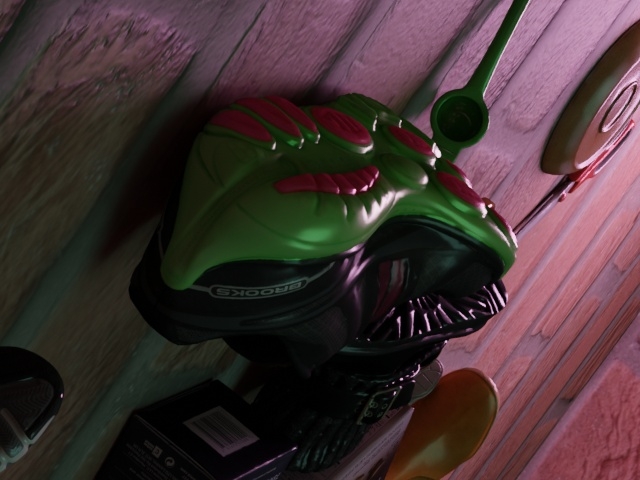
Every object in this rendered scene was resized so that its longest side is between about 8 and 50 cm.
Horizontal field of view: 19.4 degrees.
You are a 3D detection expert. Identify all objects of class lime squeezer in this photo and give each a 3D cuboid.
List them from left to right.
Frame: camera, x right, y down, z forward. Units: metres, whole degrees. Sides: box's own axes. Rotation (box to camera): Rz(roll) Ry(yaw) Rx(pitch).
[{"bbox_3d":[0.134,-0.102,1.814,0.110,0.059,0.310,-32,153,-50],"label":"lime squeezer"}]

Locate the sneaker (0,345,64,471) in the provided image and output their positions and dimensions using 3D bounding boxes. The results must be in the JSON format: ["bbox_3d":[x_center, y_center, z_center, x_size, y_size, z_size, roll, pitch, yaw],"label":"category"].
[{"bbox_3d":[-0.272,0.163,1.250,0.228,0.086,0.132,-34,162,-22],"label":"sneaker"}]

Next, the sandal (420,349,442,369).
[{"bbox_3d":[0.108,0.106,2.040,0.090,0.060,0.219,-40,173,-24],"label":"sandal"}]

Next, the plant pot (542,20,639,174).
[{"bbox_3d":[0.358,-0.171,2.311,0.236,0.032,0.236,-47,163,-20],"label":"plant pot"}]

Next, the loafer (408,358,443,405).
[{"bbox_3d":[0.101,0.193,2.368,0.125,0.045,0.039,-43,-177,-12],"label":"loafer"}]

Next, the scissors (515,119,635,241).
[{"bbox_3d":[0.324,-0.064,2.456,0.297,0.021,0.109,-49,165,-17],"label":"scissors"}]

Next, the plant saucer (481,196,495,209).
[{"bbox_3d":[0.104,0.023,1.977,0.200,0.037,0.200,-46,172,-8],"label":"plant saucer"}]

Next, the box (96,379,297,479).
[{"bbox_3d":[-0.138,0.250,1.714,0.207,0.108,0.153,-58,163,21],"label":"box"}]

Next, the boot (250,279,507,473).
[{"bbox_3d":[-0.001,0.110,1.764,0.260,0.131,0.348,-42,152,29],"label":"boot"}]

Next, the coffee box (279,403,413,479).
[{"bbox_3d":[-0.049,0.268,1.968,0.297,0.119,0.168,-38,157,-39],"label":"coffee box"}]

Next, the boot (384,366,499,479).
[{"bbox_3d":[0.090,0.291,2.367,0.211,0.104,0.295,-28,163,-51],"label":"boot"}]

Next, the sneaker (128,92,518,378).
[{"bbox_3d":[0.000,0.000,1.513,0.202,0.185,0.483,-49,156,19],"label":"sneaker"}]
